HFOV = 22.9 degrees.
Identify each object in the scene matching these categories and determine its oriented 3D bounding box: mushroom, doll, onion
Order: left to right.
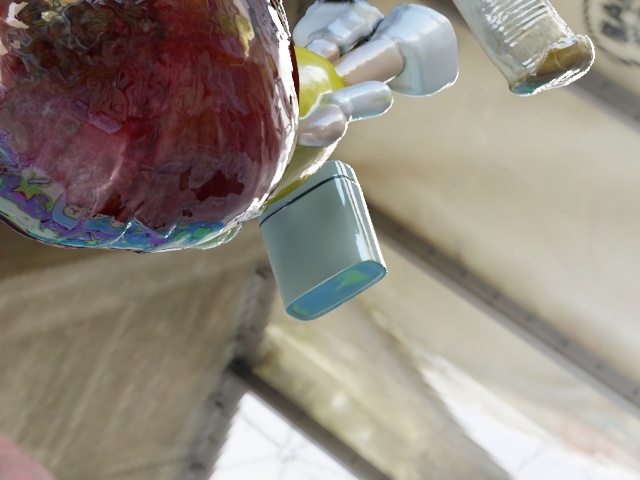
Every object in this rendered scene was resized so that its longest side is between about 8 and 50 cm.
[{"bbox_3d":[-0.149,-0.166,1.113,0.285,0.347,0.347,-48,-18,31],"label":"onion"},{"bbox_3d":[-0.066,-0.127,1.530,0.423,0.348,0.161,-24,-72,-7],"label":"doll"},{"bbox_3d":[0.162,-0.305,1.722,0.123,0.351,0.095,-38,-5,-33],"label":"mushroom"}]

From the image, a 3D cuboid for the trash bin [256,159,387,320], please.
[{"bbox_3d":[0.000,0.000,1.635,0.116,0.130,0.059,-33,-35,22],"label":"trash bin"}]
